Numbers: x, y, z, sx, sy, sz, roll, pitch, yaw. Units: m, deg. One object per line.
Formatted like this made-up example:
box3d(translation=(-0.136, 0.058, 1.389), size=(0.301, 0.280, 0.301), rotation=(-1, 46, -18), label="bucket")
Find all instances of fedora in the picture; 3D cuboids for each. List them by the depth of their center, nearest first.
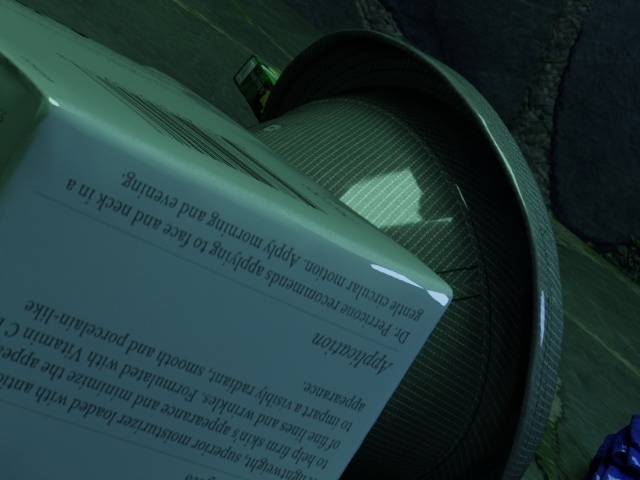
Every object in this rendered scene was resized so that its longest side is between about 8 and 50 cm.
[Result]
box3d(translation=(-0.015, 0.029, 0.833), size=(0.124, 0.244, 0.275), rotation=(-7, 6, -31), label="fedora")

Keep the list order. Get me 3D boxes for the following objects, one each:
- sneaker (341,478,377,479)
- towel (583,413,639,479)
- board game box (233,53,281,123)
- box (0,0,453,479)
box3d(translation=(0.018, 0.137, 0.753), size=(0.162, 0.073, 0.063), rotation=(31, 13, -40), label="sneaker")
box3d(translation=(0.331, 0.250, 1.375), size=(0.308, 0.076, 0.227), rotation=(41, 11, 7), label="towel")
box3d(translation=(0.051, -0.034, 1.346), size=(0.259, 0.030, 0.136), rotation=(37, 11, -20), label="board game box")
box3d(translation=(-0.091, 0.000, 0.578), size=(0.181, 0.119, 0.182), rotation=(26, 9, -46), label="box")
